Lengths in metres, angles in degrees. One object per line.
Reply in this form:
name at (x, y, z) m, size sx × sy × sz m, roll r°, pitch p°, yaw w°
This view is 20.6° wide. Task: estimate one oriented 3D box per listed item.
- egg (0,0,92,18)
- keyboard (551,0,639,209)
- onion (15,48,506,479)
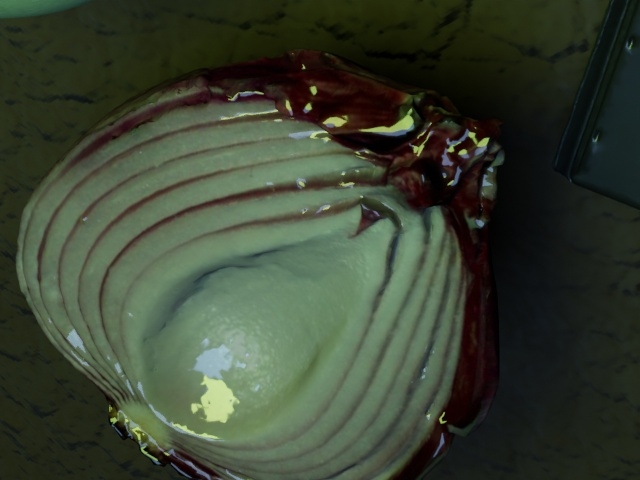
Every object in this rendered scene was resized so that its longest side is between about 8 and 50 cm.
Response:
egg at (-0.130, -0.168, 0.738) m, size 0.192 × 0.149 × 0.149 m, roll -8°, pitch 121°, yaw 30°
keyboard at (0.171, -0.102, 0.745) m, size 0.094 × 0.025 × 0.230 m, roll 22°, pitch 130°, yaw 9°
onion at (0.000, 0.000, 0.828) m, size 0.227 × 0.120 × 0.283 m, roll 44°, pitch 132°, yaw -10°
